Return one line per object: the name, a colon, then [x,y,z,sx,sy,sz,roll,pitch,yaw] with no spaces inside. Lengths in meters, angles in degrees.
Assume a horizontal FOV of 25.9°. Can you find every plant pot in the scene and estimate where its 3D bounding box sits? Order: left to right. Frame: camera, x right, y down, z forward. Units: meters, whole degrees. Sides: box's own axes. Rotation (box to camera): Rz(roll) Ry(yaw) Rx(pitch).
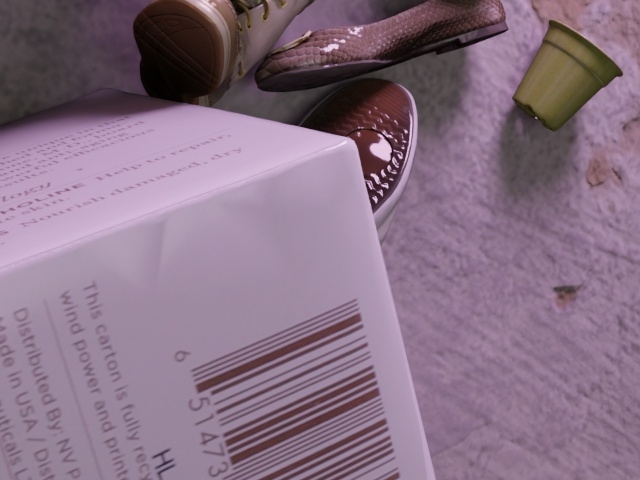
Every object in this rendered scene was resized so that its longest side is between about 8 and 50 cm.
plant pot: [0.217,-0.144,1.264,0.083,0.083,0.079,35,95,-29]

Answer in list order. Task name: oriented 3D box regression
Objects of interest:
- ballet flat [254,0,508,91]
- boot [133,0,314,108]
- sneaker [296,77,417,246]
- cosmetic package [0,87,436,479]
ballet flat: [0.051,-0.174,1.166,0.250,0.084,0.058,-18,93,-27]
boot: [-0.058,-0.179,1.037,0.077,0.213,0.165,42,75,1]
sneaker: [0.000,0.000,1.173,0.106,0.123,0.290,21,69,8]
cosmetic package: [-0.169,0.112,0.914,0.327,0.393,0.329,-23,109,-24]
